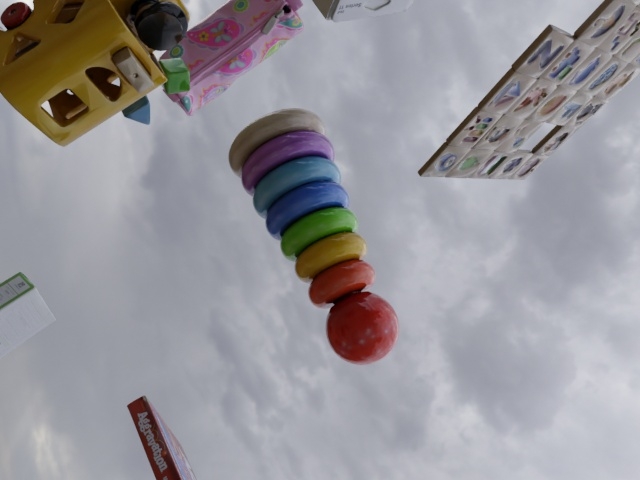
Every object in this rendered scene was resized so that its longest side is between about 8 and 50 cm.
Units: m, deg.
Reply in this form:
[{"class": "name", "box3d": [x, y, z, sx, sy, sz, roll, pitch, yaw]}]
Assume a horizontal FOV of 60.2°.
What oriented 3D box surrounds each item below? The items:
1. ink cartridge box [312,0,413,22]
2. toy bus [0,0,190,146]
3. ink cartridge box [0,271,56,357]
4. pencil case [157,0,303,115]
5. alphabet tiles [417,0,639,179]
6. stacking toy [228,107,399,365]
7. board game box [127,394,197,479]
[{"class": "ink cartridge box", "box3d": [0.029, -0.403, 0.737, 0.208, 0.153, 0.087, 58, -32, 16]}, {"class": "toy bus", "box3d": [-0.182, -0.171, 0.484, 0.104, 0.191, 0.202, 58, -43, 31]}, {"class": "ink cartridge box", "box3d": [-0.610, 0.163, 1.011, 0.062, 0.209, 0.109, 33, -34, 26]}, {"class": "pencil case", "box3d": [-0.162, -0.349, 0.984, 0.124, 0.284, 0.124, 54, 2, -3]}, {"class": "alphabet tiles", "box3d": [0.219, -0.138, 0.492, 0.237, 0.198, 0.009, -51, -122, 37]}, {"class": "stacking toy", "box3d": [0.000, 0.000, 0.700, 0.141, 0.141, 0.330, -47, -119, 47]}, {"class": "board game box", "box3d": [-0.136, 0.316, 0.614, 0.281, 0.027, 0.145, 47, -23, 40]}]
